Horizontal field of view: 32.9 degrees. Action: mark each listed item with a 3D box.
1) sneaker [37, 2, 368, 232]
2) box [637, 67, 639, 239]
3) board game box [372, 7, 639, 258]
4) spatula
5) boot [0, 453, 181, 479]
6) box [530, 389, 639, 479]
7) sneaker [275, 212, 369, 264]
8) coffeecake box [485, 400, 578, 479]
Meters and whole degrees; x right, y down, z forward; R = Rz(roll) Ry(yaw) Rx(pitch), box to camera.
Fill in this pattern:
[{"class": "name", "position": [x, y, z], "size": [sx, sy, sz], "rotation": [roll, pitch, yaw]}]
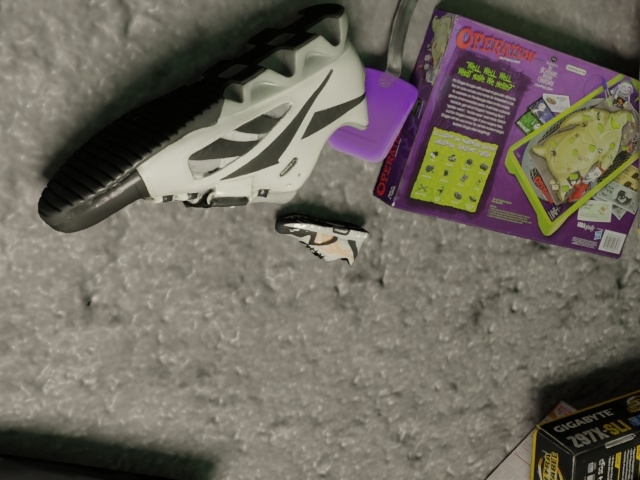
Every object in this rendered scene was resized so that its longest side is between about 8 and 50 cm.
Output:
[{"class": "sneaker", "position": [-0.087, -0.073, 0.977], "size": [0.330, 0.122, 0.146], "rotation": [-32, 119, -15]}, {"class": "box", "position": [0.508, -0.158, 1.214], "size": [0.279, 0.177, 0.290], "rotation": [-27, 121, -36]}, {"class": "board game box", "position": [0.236, -0.107, 1.195], "size": [0.346, 0.056, 0.208], "rotation": [12, 107, -33]}, {"class": "spatula", "position": [0.085, -0.220, 1.072], "size": [0.084, 0.030, 0.297], "rotation": [16, 101, -28]}, {"class": "boot", "position": [-0.333, 0.366, 1.012], "size": [0.445, 0.146, 0.367], "rotation": [19, 101, -38]}, {"class": "box", "position": [0.378, 0.350, 1.353], "size": [0.257, 0.079, 0.322], "rotation": [-14, 115, -27]}, {"class": "sneaker", "position": [0.000, 0.000, 1.105], "size": [0.109, 0.040, 0.044], "rotation": [12, 105, -32]}, {"class": "coffeecake box", "position": [0.293, 0.321, 1.380], "size": [0.185, 0.068, 0.142], "rotation": [-44, 124, -8]}]
